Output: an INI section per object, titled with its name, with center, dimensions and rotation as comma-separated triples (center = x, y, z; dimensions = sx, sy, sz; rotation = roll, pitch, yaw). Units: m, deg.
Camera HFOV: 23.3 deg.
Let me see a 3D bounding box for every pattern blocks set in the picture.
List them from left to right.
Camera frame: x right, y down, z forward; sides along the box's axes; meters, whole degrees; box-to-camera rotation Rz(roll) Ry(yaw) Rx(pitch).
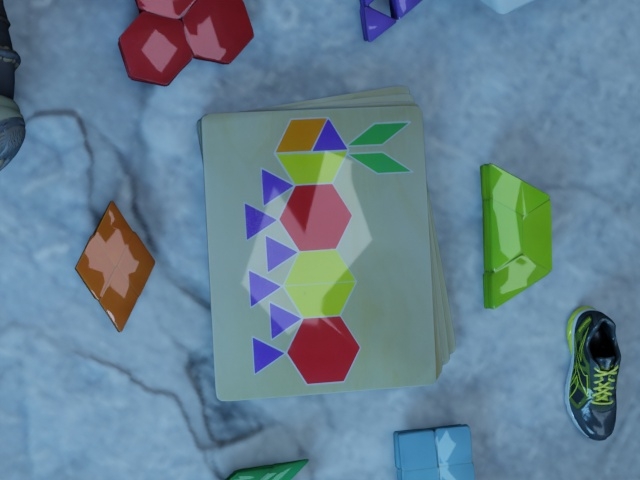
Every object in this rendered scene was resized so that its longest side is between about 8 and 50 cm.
[pattern blocks set]
center = 0.000, 0.000, 0.920
dimensions = 0.285, 0.026, 0.325
rotation = 5, 88, -12

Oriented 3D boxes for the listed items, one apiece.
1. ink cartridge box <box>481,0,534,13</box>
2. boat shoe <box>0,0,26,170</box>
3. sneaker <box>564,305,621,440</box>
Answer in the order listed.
[ink cartridge box]
center = 0.136, -0.310, 0.825
dimensions = 0.223, 0.129, 0.307
rotation = -26, 131, -11
[boat shoe]
center = -0.333, -0.106, 0.808
dimensions = 0.355, 0.132, 0.130
rotation = 5, 78, -21
[sneaker]
center = 0.168, 0.083, 0.953
dimensions = 0.031, 0.035, 0.083
rotation = -7, 91, -12
